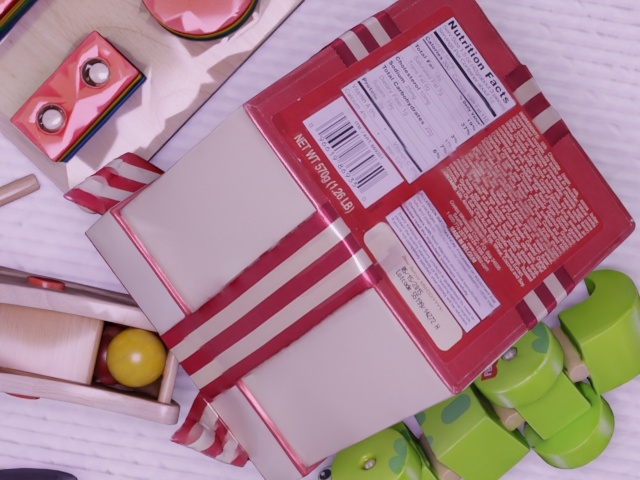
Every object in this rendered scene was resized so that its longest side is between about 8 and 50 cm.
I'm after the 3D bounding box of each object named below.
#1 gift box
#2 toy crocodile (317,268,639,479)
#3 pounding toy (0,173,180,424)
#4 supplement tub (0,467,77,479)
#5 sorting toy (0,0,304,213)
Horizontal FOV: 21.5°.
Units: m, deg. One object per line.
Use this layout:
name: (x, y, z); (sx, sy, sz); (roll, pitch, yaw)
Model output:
gift box: (0.000, 0.000, 1.135); (0.276, 0.258, 0.255); (-31, 88, -37)
toy crocodile: (0.102, 0.144, 1.244); (0.340, 0.105, 0.115); (-38, 127, 6)
pounding toy: (-0.218, 0.031, 1.211); (0.270, 0.154, 0.154); (13, 92, -1)
supplement tub: (-0.217, 0.271, 1.244); (0.106, 0.106, 0.197); (4, 92, 0)
sorting toy: (-0.175, -0.196, 1.236); (0.257, 0.089, 0.255); (44, 91, -1)
